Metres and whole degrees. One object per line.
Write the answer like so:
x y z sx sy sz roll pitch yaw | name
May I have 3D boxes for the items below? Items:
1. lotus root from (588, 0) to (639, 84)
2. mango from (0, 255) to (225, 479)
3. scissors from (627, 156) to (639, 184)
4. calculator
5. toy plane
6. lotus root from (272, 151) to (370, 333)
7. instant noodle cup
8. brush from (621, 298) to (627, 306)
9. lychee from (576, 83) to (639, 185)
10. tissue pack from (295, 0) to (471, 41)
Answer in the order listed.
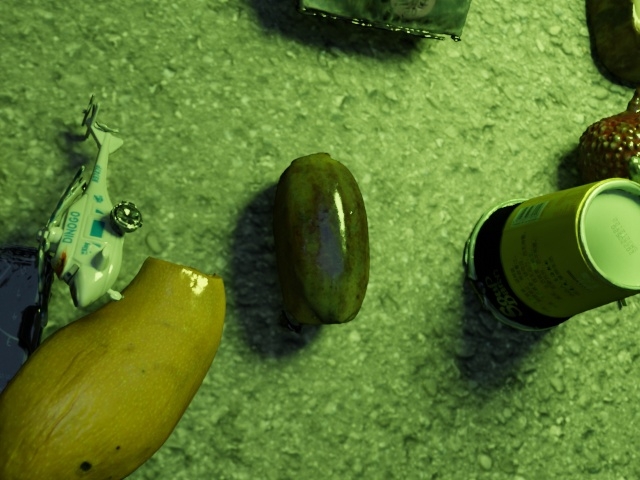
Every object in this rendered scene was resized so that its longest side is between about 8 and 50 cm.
0.649 -0.382 1.219 0.375 0.111 0.390 -43 91 -20 | lotus root
-0.240 0.169 0.827 0.359 0.144 0.187 -42 113 -24 | mango
0.471 -0.051 1.022 0.138 0.289 0.041 -19 64 22 | scissors
-0.421 0.133 0.842 0.165 0.028 0.274 10 78 -15 | calculator
-0.273 -0.035 0.850 0.107 0.273 0.182 18 120 -22 | toy plane
0.000 0.000 0.945 0.124 0.123 0.241 -2 83 -26 | lotus root
0.349 0.014 0.989 0.215 0.236 0.216 3 77 -15 | instant noodle cup
0.472 0.066 1.131 0.013 0.016 0.084 -16 85 -6 | brush
0.481 -0.142 1.091 0.165 0.165 0.197 -17 102 -19 | lychee
0.118 -0.477 0.962 0.259 0.122 0.361 8 121 -13 | tissue pack
